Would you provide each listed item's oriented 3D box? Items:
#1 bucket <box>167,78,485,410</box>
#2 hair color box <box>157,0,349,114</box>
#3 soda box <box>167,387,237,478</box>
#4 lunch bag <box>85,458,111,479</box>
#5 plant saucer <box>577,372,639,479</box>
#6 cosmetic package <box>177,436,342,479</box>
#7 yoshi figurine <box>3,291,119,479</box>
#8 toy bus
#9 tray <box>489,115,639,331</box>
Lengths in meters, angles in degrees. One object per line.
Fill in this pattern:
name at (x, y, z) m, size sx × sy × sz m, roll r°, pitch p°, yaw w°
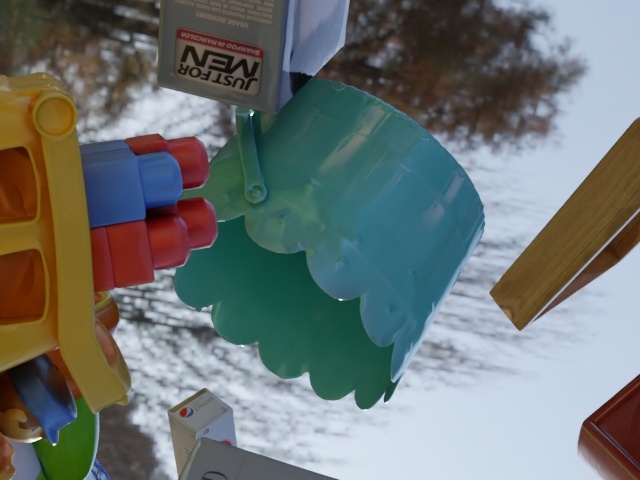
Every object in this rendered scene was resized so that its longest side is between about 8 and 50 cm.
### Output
bucket at (0.000, 0.000, 1.128) m, size 0.183 × 0.281 × 0.281 m, roll -54°, pitch -170°, yaw -23°
hair color box at (-0.036, -0.312, 0.995) m, size 0.185 × 0.114 × 0.374 m, roll -54°, pitch 156°, yaw -56°
soda box at (-0.169, 0.326, 1.859) m, size 0.069 × 0.074 × 0.216 m, roll 32°, pitch -40°, yaw 36°
lunch bag at (-0.278, 0.341, 1.331) m, size 0.243 × 0.115 × 0.303 m, roll 68°, pitch 7°, yaw -49°
plant saucer at (0.426, 0.196, 1.448) m, size 0.258 × 0.047 × 0.259 m, roll -40°, pitch -166°, yaw 1°
cosmetic package at (0.085, 0.319, 0.891) m, size 0.230 × 0.453 × 0.161 m, roll -70°, pitch 176°, yaw -71°
yoshi figurine at (-0.225, 0.206, 0.933) m, size 0.204 × 0.203 × 0.362 m, roll 16°, pitch -67°, yaw 41°
toy bus at (-0.148, 0.025, 0.572) m, size 0.149 × 0.212 × 0.220 m, roll -145°, pitch -130°, yaw -69°
tray at (0.362, -0.048, 1.480) m, size 0.076 × 0.203 × 0.411 m, roll 52°, pitch -29°, yaw 13°
